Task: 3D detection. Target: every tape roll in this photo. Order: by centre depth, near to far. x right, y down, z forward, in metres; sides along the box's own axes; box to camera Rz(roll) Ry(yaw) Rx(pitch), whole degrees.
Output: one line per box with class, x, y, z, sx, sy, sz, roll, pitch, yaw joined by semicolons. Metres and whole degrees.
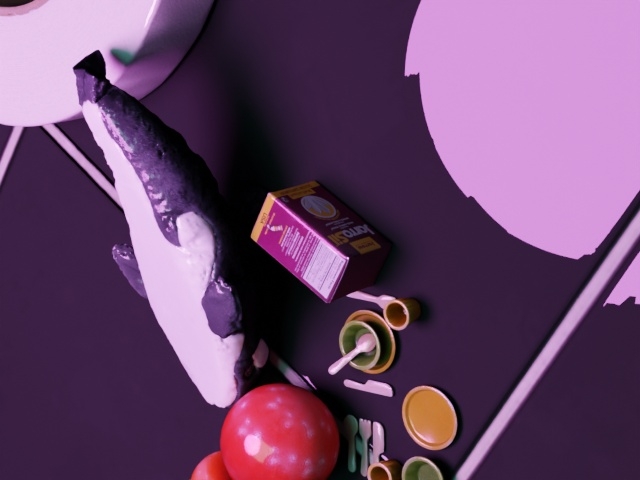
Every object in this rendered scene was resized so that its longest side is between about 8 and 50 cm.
tape roll;-0.234;-0.283;1.264;0.392;0.072;0.392;12;109;37

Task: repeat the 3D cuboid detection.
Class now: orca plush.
orca plush;-0.093;-0.019;1.203;0.287;0.102;0.151;61;151;-8

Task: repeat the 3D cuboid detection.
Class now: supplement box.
supplement box;0.000;0.000;1.155;0.083;0.055;0.043;40;123;24

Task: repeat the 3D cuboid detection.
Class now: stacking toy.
stacking toy;-0.089;0.245;1.245;0.141;0.141;0.330;43;121;23

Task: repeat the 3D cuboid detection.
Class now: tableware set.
tableware set;0.052;0.114;1.161;0.104;0.024;0.154;10;107;37
